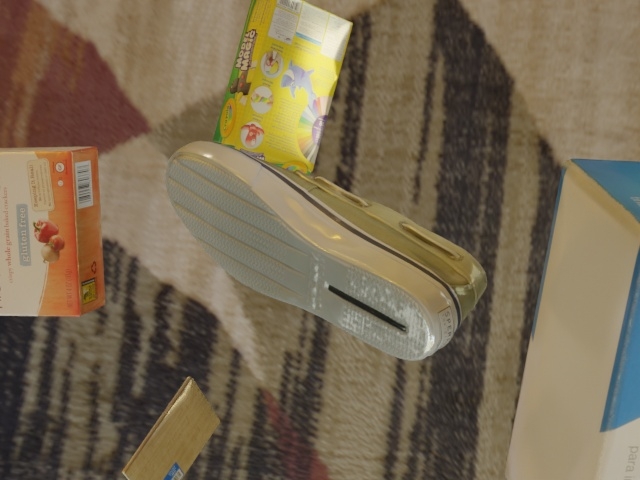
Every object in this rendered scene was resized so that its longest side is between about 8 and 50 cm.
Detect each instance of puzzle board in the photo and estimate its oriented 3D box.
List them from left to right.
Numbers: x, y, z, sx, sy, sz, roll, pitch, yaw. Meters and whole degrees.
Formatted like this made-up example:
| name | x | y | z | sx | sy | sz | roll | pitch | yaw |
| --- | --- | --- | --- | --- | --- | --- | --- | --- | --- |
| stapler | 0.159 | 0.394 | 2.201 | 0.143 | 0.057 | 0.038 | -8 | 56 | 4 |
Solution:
| name | x | y | z | sx | sy | sz | roll | pitch | yaw |
| --- | --- | --- | --- | --- | --- | --- | --- | --- | --- |
| puzzle board | -0.163 | 0.224 | 1.450 | 0.011 | 0.096 | 0.128 | 19 | 61 | 31 |

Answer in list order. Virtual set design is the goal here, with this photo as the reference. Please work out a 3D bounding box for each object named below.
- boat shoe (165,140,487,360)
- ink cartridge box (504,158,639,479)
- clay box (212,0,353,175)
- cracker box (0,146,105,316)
| name | x | y | z | sx | sy | sz | roll | pitch | yaw |
| --- | --- | --- | --- | --- | --- | --- | --- | --- | --- |
| boat shoe | 0.000 | 0.000 | 1.123 | 0.302 | 0.109 | 0.094 | 32 | 42 | 24 |
| ink cartridge box | 0.371 | 0.102 | 1.015 | 0.395 | 0.166 | 0.285 | 1 | 112 | -13 |
| clay box | -0.048 | -0.176 | 1.591 | 0.053 | 0.127 | 0.222 | 16 | 90 | 49 |
| cracker box | -0.327 | -0.009 | 1.263 | 0.232 | 0.067 | 0.155 | 0 | 97 | 14 |
